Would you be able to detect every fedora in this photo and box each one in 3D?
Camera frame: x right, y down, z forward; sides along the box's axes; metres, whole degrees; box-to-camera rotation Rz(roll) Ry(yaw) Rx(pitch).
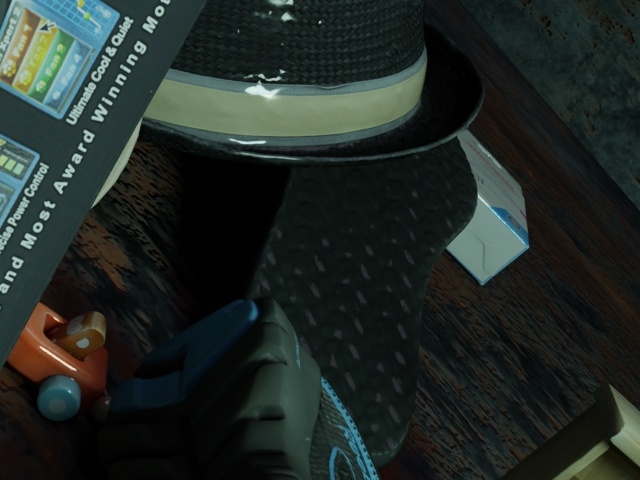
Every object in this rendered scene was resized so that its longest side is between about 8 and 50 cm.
[{"bbox_3d":[-0.038,-0.172,0.892,0.334,0.152,0.334,12,29,-7],"label":"fedora"}]

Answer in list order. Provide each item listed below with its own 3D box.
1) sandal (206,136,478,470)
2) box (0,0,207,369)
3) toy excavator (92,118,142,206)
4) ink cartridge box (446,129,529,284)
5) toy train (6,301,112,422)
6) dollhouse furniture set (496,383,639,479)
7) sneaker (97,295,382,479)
[{"bbox_3d":[-0.002,-0.001,0.942,0.167,0.107,0.445,45,30,-13],"label":"sandal"},{"bbox_3d":[-0.158,-0.127,0.334,0.318,0.395,0.097,31,-2,-43],"label":"box"},{"bbox_3d":[-0.280,-0.181,0.477,0.433,0.445,0.222,-7,39,-17],"label":"toy excavator"},{"bbox_3d":[0.142,-0.041,1.392,0.104,0.061,0.181,45,18,-10],"label":"ink cartridge box"},{"bbox_3d":[-0.127,0.053,0.587,0.125,0.046,0.166,42,18,-18],"label":"toy train"},{"bbox_3d":[0.128,0.208,0.663,0.212,0.161,0.242,41,19,-20],"label":"dollhouse furniture set"},{"bbox_3d":[-0.014,0.148,0.527,0.139,0.125,0.341,51,19,-20],"label":"sneaker"}]
